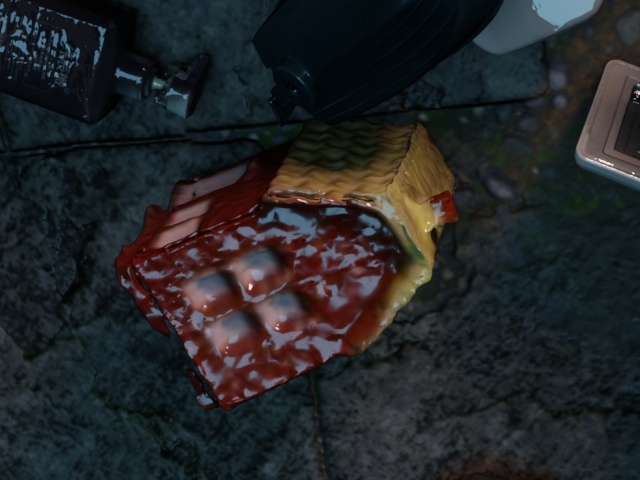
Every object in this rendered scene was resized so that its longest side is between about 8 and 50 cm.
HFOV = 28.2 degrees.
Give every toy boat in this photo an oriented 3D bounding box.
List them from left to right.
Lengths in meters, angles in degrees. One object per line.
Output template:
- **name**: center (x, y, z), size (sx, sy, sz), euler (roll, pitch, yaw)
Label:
- **toy boat**: center (0.051, -0.172, 0.919), size (0.114, 0.122, 0.296), euler (46, 155, -10)

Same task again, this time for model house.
- **model house**: center (0.000, 0.000, 1.021), size (0.254, 0.196, 0.160), euler (-21, 106, 21)

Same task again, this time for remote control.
- **remote control**: center (0.347, -0.034, 0.971), size (0.313, 0.109, 0.055), euler (23, 148, 6)

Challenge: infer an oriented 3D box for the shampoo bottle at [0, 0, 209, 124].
- **shampoo bottle**: center (-0.248, -0.171, 1.081), size (0.309, 0.071, 0.098), euler (21, 115, 6)

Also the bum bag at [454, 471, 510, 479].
- **bum bag**: center (0.093, 0.316, 1.193), size (0.142, 0.080, 0.326), euler (43, 116, -9)

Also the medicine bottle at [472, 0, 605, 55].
- **medicine bottle**: center (0.135, -0.238, 0.949), size (0.119, 0.069, 0.183), euler (-20, 107, 32)
